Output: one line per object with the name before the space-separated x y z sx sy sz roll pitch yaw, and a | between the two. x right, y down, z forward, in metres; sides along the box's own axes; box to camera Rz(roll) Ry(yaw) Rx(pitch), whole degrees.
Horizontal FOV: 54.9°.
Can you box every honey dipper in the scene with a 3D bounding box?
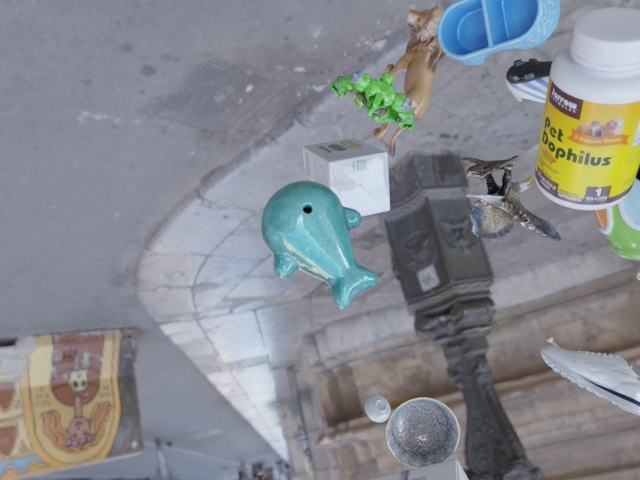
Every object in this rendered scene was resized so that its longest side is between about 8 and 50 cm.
honey dipper | 0.661 0.316 1.636 0.030 0.161 0.030 -35 163 -12

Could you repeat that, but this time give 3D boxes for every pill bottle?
pill bottle | 0.318 -0.147 0.709 0.117 0.117 0.215 -13 134 -3

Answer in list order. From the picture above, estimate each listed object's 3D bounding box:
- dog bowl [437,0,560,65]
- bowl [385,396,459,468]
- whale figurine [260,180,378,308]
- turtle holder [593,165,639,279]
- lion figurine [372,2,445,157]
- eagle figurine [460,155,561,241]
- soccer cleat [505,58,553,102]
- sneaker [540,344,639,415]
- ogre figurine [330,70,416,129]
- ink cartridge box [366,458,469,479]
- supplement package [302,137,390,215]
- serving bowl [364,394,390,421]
dog bowl | 0.411 -0.523 1.473 0.297 0.166 0.074 -6 -173 43
bowl | 0.234 0.438 1.445 0.170 0.170 0.080 -15 -175 3
whale figurine | 0.000 0.000 1.222 0.216 0.272 0.141 -34 166 -16
turtle holder | 0.621 -0.100 1.047 0.243 0.227 0.320 -40 -168 -33
lion figurine | 0.270 -0.448 1.740 0.142 0.392 0.240 9 168 -23
eagle figurine | 0.533 -0.098 1.743 0.225 0.298 0.226 -20 -157 7
soccer cleat | 0.705 -0.460 1.779 0.331 0.116 0.143 12 158 38
sneaker | 0.589 0.276 1.312 0.235 0.095 0.090 27 176 29
ogre figurine | 0.123 -0.303 1.318 0.097 0.197 0.118 -44 -177 -9
ink cartridge box | 0.201 0.602 1.303 0.283 0.207 0.117 -22 -158 21
supplement package | 0.080 -0.207 2.027 0.199 0.198 0.262 -12 -158 -17
serving bowl | 0.173 0.495 1.830 0.083 0.083 0.027 -3 146 -28
